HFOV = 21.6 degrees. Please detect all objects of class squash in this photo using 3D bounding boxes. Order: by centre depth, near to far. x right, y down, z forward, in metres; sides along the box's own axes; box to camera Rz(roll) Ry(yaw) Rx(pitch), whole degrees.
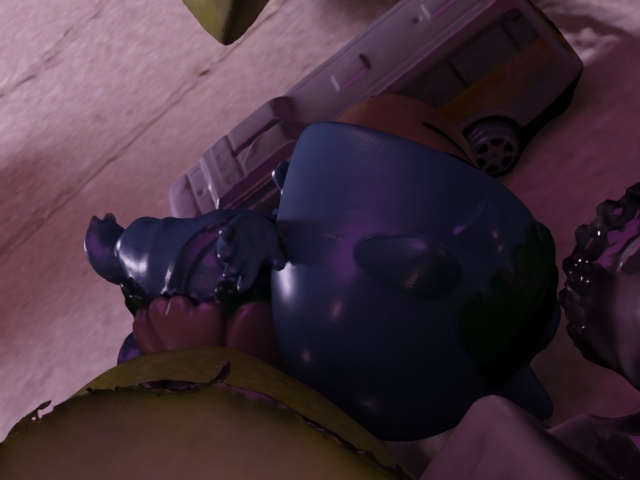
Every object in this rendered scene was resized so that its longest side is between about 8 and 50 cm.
[{"bbox_3d":[-0.041,0.074,0.462,0.137,0.137,0.287,-42,13,1],"label":"squash"}]

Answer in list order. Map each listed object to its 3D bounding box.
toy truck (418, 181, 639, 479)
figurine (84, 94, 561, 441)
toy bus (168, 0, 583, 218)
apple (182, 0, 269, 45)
[{"bbox_3d":[0.148,0.006,0.427,0.286,0.111,0.136,-47,15,2],"label":"toy truck"},{"bbox_3d":[0.003,0.001,0.582,0.178,0.114,0.144,-6,37,34],"label":"figurine"},{"bbox_3d":[0.018,-0.037,0.656,0.172,0.072,0.057,-37,37,10],"label":"toy bus"},{"bbox_3d":[0.024,-0.272,0.726,0.311,0.320,0.360,27,79,46],"label":"apple"}]
